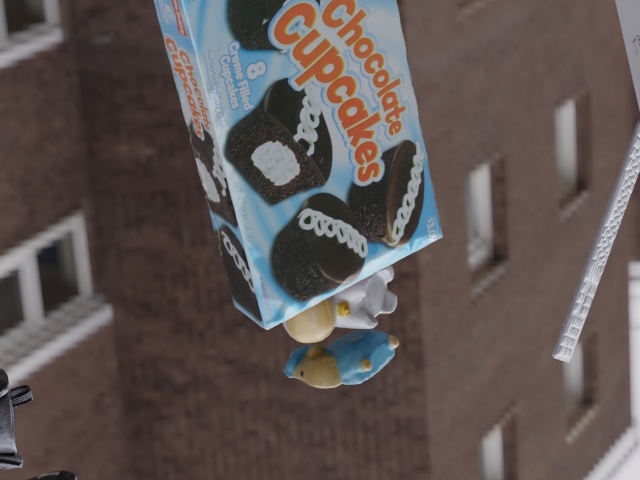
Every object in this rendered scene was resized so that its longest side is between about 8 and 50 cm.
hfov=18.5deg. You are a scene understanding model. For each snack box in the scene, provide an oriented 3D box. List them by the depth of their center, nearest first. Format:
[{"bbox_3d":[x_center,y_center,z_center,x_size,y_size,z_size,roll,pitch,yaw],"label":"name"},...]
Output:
[{"bbox_3d":[-0.015,-0.108,1.601,0.187,0.322,0.060,-27,-147,-23],"label":"snack box"}]

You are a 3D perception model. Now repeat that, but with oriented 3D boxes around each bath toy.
[{"bbox_3d":[0.000,0.000,2.379,0.129,0.348,0.151,9,-157,35],"label":"bath toy"}]

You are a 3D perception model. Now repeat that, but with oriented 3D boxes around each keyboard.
[{"bbox_3d":[0.289,0.002,2.011,0.014,0.256,0.072,20,180,14],"label":"keyboard"}]

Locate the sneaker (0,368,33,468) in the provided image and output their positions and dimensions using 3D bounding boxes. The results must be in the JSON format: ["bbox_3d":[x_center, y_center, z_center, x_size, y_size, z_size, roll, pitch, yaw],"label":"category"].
[{"bbox_3d":[-0.340,0.167,1.653,0.153,0.101,0.268,-3,-164,15],"label":"sneaker"}]

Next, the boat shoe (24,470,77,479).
[{"bbox_3d":[-0.269,0.240,1.817,0.125,0.046,0.038,-24,-138,46],"label":"boat shoe"}]

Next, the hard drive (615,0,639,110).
[{"bbox_3d":[0.351,-0.293,2.033,0.040,0.318,0.210,-5,159,-11],"label":"hard drive"}]
